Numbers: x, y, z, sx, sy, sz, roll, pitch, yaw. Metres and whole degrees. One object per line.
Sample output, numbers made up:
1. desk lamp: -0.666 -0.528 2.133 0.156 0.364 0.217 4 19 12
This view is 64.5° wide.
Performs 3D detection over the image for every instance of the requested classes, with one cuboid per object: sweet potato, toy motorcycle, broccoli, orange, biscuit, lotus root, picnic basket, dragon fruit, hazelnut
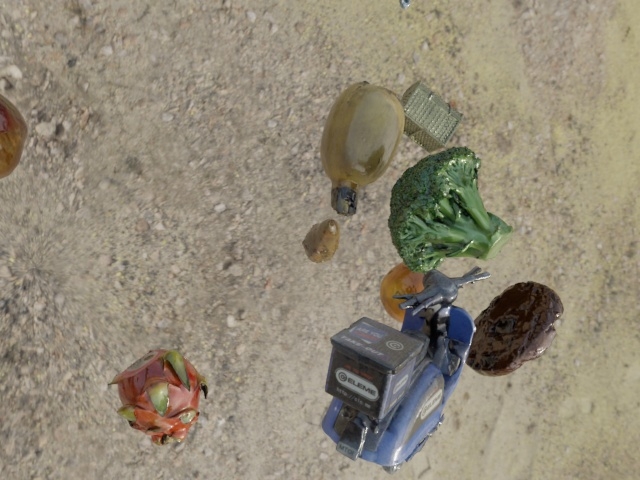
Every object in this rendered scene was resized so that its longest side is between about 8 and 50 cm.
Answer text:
1. sweet potato: -0.001 0.004 1.329 0.092 0.341 0.114 13 88 -4
2. toy motorcycle: 0.129 0.159 0.692 0.358 0.125 0.213 -20 125 -55
3. broccoli: 0.253 -0.052 1.011 0.261 0.241 0.269 -20 142 -47
4. orange: 0.340 0.196 1.893 0.239 0.240 0.240 2 86 -29
5. biscuit: 0.320 0.147 0.862 0.049 0.192 0.192 45 67 -12
6. lotus root: 0.082 -0.204 1.138 0.182 0.182 0.310 19 86 -27
7. picnic basket: 0.356 -0.419 1.700 0.196 0.134 0.154 36 83 -9
8. dragon fruit: -0.397 0.391 1.282 0.224 0.224 0.227 -42 102 -25
9. hazelnut: -0.655 -0.194 0.958 0.160 0.170 0.202 7 58 7

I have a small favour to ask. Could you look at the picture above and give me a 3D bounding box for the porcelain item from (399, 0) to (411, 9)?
1. porcelain item: 0.232 -0.689 1.432 0.036 0.028 0.084 -2 68 -28
